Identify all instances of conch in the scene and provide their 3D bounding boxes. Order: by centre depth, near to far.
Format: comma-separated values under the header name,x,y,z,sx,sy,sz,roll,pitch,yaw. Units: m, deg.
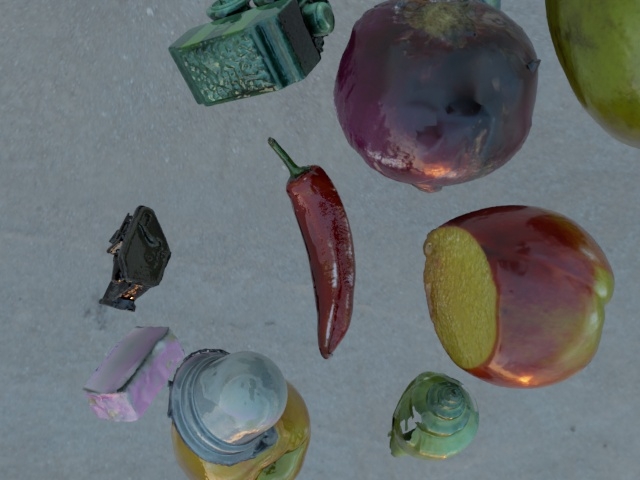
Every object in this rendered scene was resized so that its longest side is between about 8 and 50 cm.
name,x,y,z,sx,sy,sz,roll,pitch,yaw
conch,0.119,0.191,0.758,0.080,0.201,0.094,17,72,-11

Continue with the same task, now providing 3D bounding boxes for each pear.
name,x,y,z,sx,sy,sz,roll,pitch,yaw
pear,0.366,-0.250,0.717,0.287,0.287,0.375,-41,84,6

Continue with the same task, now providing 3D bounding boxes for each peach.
name,x,y,z,sx,sy,sz,roll,pitch,yaw
peach,0.187,0.051,0.698,0.193,0.190,0.190,10,116,19
peach,-0.182,0.393,1.474,0.289,0.308,0.288,-25,133,-31

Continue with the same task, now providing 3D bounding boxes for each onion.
name,x,y,z,sx,sy,sz,roll,pitch,yaw
onion,0.189,-0.210,1.175,0.348,0.347,0.385,-13,142,-8

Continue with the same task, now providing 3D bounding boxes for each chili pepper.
name,x,y,z,sx,sy,sz,roll,pitch,yaw
chili pepper,0.004,0.005,1.149,0.092,0.137,0.368,-22,78,23

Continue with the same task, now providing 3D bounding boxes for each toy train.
name,x,y,z,sx,sy,sz,roll,pitch,yaw
toy train,-0.129,-0.372,1.294,0.299,0.238,0.166,-6,126,33

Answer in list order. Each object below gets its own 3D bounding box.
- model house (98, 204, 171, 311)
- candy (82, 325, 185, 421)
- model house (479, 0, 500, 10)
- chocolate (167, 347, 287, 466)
name,x,y,z,sx,sy,sz,roll,pitch,yaw
model house,-0.409,0.053,1.475,0.164,0.203,0.141,-28,119,30
candy,-0.501,0.350,1.875,0.156,0.265,0.115,-6,123,28
model house,0.305,-0.499,1.629,0.261,0.321,0.266,40,80,-26
chocolate,-0.126,0.262,1.139,0.147,0.221,0.221,-24,125,39
